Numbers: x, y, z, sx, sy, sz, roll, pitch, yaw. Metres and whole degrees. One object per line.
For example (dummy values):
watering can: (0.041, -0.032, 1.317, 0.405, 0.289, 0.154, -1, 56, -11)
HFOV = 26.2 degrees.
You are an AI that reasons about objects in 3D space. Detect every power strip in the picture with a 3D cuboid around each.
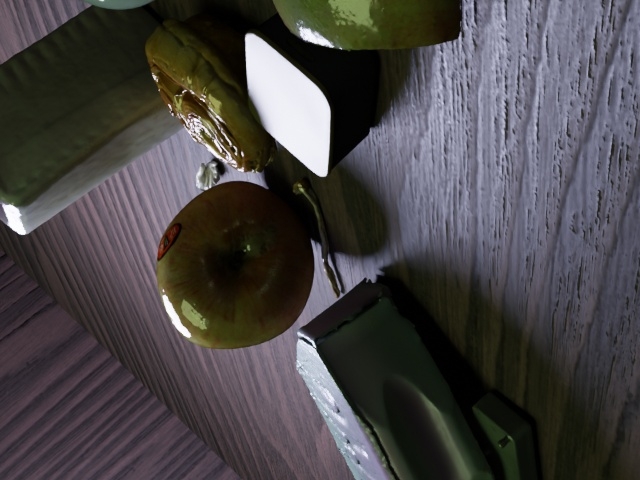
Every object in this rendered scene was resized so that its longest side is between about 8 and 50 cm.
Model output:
power strip: (0.252, 0.299, 2.039, 0.145, 0.061, 0.215, 41, 159, 36)

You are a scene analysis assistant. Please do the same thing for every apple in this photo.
apple: (-0.129, 0.041, 2.087, 0.261, 0.261, 0.194, 48, 172, 2)
apple: (0.017, -0.286, 1.375, 0.265, 0.120, 0.193, 25, 138, 47)

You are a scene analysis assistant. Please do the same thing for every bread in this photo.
bread: (-0.138, -0.200, 1.828, 0.236, 0.120, 0.198, 40, 162, 45)

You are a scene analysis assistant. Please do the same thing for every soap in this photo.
soap: (0.110, 0.276, 2.070, 0.446, 0.156, 0.261, 64, 166, -20)

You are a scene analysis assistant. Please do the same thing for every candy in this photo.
candy: (-0.351, -0.186, 1.995, 0.208, 0.359, 0.145, 47, 161, 17)

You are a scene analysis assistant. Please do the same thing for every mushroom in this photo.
mushroom: (0.003, 0.004, 2.087, 0.028, 0.026, 0.286, 54, 170, 41)

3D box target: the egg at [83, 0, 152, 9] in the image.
egg: (-0.256, -0.395, 1.616, 0.203, 0.203, 0.282, 35, 162, 35)

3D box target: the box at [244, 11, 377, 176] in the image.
box: (-0.009, -0.184, 1.648, 0.144, 0.090, 0.201, 42, 159, 19)

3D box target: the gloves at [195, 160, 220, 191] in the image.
gloves: (-0.186, -0.105, 2.257, 0.044, 0.037, 0.081, 18, 155, -25)
